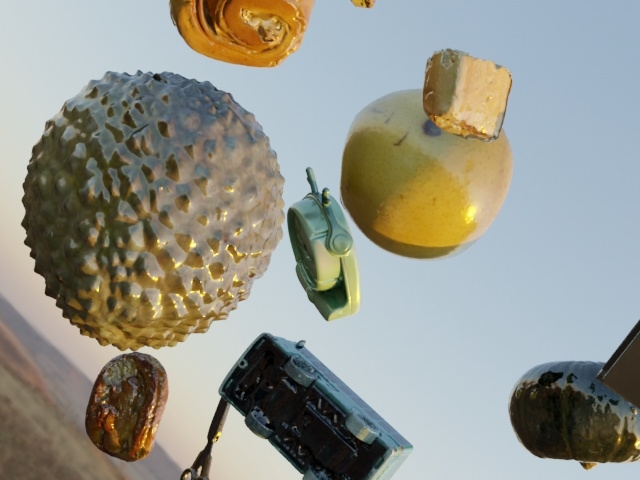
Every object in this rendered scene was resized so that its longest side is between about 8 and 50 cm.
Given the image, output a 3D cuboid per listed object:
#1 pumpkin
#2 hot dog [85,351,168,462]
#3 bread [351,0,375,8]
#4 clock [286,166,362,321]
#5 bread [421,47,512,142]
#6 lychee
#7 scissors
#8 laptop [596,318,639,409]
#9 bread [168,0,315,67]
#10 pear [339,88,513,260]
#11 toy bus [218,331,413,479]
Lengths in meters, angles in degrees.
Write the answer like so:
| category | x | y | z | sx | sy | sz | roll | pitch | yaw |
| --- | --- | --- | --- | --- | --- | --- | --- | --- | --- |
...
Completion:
| category | x | y | z | sx | sy | sz | roll | pitch | yaw |
| --- | --- | --- | --- | --- | --- | --- | --- | --- | --- |
| pumpkin | 0.502 | 0.330 | 1.840 | 0.300 | 0.207 | 0.300 | 4 | -6 | 0 |
| hot dog | -0.248 | 0.218 | 1.267 | 0.099 | 0.147 | 0.065 | 21 | 11 | 9 |
| bread | 0.039 | -0.306 | 1.022 | 0.054 | 0.154 | 0.136 | 9 | -50 | 28 |
| clock | 0.000 | 0.000 | 1.433 | 0.159 | 0.066 | 0.211 | -129 | -153 | -57 |
| bread | 0.191 | -0.197 | 1.314 | 0.125 | 0.106 | 0.082 | 17 | -1 | -41 |
| lychee | -0.161 | -0.030 | 0.944 | 0.255 | 0.274 | 0.255 | 7 | -45 | 8 |
| scissors | -0.189 | 0.346 | 1.702 | 0.017 | 0.220 | 0.088 | 22 | -4 | -36 |
| laptop | 0.464 | 0.145 | 1.271 | 0.129 | 0.180 | 0.016 | 35 | 11 | 0 |
| bread | -0.101 | -0.351 | 1.293 | 0.198 | 0.236 | 0.120 | 10 | 24 | -11 |
| pear | 0.197 | -0.127 | 1.876 | 0.348 | 0.348 | 0.348 | 42 | -17 | 16 |
| toy bus | -0.006 | 0.254 | 1.381 | 0.256 | 0.128 | 0.147 | 41 | 7 | 23 |
